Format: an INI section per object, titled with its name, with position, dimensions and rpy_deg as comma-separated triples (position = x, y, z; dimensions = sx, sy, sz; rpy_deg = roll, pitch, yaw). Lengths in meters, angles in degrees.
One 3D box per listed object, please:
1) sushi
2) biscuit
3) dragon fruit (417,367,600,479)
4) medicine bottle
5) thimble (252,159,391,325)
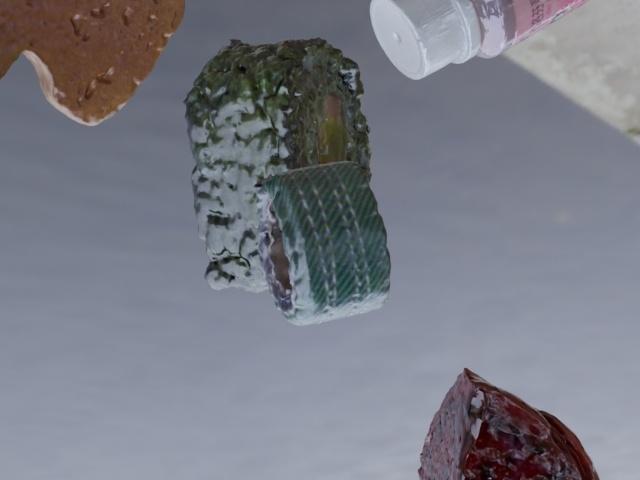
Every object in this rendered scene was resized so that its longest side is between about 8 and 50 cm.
[sushi]
position = -0.046, -0.111, 1.865
dimensions = 0.178, 0.352, 0.294
rpy_deg = 1, -169, 28
[biscuit]
position = -0.287, -0.213, 1.322
dimensions = 0.277, 0.262, 0.052
rpy_deg = 29, 175, -40
[dragon fruit]
position = 0.153, 0.260, 1.075
dimensions = 0.152, 0.317, 0.205
rpy_deg = 8, -177, -5
[medicine bottle]
position = 0.179, -0.272, 1.411
dimensions = 0.247, 0.147, 0.147
rpy_deg = -32, 162, -16
[thimble]
position = 0.001, 0.002, 1.143
dimensions = 0.090, 0.135, 0.118
rpy_deg = -12, -172, -18
